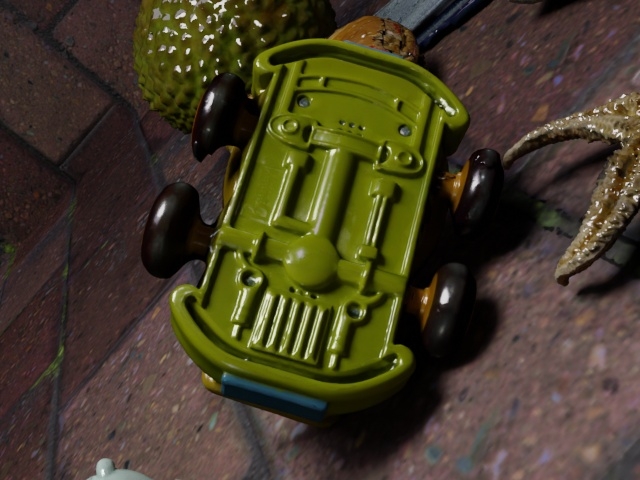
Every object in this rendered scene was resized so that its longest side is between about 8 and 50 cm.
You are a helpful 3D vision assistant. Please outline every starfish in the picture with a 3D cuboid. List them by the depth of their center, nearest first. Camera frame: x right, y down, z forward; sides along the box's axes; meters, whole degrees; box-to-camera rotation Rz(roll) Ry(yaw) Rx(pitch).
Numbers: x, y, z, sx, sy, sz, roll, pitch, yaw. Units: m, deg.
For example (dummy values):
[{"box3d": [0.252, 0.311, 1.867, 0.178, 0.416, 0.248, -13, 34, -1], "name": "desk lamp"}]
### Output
[{"box3d": [0.189, -0.068, 0.489, 0.213, 0.057, 0.238, -59, 17, -16], "name": "starfish"}]

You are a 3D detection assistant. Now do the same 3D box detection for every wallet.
[{"box3d": [0.107, -0.253, 1.004, 0.222, 0.036, 0.167, -34, 25, 35], "name": "wallet"}]

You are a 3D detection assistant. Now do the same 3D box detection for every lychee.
[{"box3d": [-0.103, -0.282, 1.171, 0.320, 0.270, 0.270, -47, 17, -28], "name": "lychee"}]

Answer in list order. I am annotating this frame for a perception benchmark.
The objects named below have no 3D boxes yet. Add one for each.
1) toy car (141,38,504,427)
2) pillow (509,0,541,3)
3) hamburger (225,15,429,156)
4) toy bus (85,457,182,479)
[{"box3d": [0.000, 0.000, 0.596, 0.142, 0.200, 0.248, 107, -177, -64], "name": "toy car"}, {"box3d": [0.243, -0.251, 0.702, 0.128, 0.051, 0.229, -55, 22, -18], "name": "pillow"}, {"box3d": [0.006, -0.122, 0.893, 0.231, 0.107, 0.231, -36, 19, 15], "name": "hamburger"}, {"box3d": [-0.106, 0.237, 0.433, 0.165, 0.133, 0.276, -48, 21, 3], "name": "toy bus"}]
